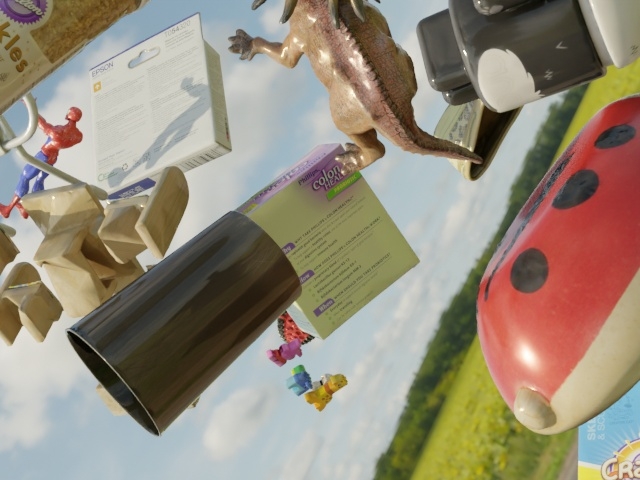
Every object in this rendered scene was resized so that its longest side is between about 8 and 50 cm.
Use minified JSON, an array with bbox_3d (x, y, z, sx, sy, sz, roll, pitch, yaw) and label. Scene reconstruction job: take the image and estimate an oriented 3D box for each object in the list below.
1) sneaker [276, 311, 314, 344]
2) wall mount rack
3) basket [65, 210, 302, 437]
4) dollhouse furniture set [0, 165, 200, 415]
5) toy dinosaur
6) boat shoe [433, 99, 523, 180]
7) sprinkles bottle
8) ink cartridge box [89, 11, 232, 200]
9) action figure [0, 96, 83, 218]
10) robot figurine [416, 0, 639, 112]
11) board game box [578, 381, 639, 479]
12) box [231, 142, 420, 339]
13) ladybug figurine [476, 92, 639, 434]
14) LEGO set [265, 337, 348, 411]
[{"bbox_3d":[-0.023,0.099,2.358,0.125,0.104,0.262,-73,-2,-74],"label":"sneaker"},{"bbox_3d":[-0.501,-0.134,1.646,0.350,0.304,0.130,-18,21,29],"label":"wall mount rack"},{"bbox_3d":[-0.143,0.084,1.216,0.227,0.154,0.204,-41,6,-18],"label":"basket"},{"bbox_3d":[-0.310,0.048,1.736,0.256,0.362,0.394,-74,-33,-46],"label":"dollhouse furniture set"},{"bbox_3d":[0.029,-0.163,0.951,0.127,0.296,0.200,-39,1,-11],"label":"toy dinosaur"},{"bbox_3d":[0.258,-0.211,1.525,0.104,0.089,0.285,-3,-43,-31],"label":"boat shoe"},{"bbox_3d":[-0.307,-0.208,1.096,0.355,0.121,0.121,-47,-17,-29],"label":"sprinkles bottle"},{"bbox_3d":[-0.351,-0.282,2.370,0.071,0.324,0.330,30,-134,-52],"label":"ink cartridge box"},{"bbox_3d":[-0.586,-0.189,2.259,0.280,0.139,0.091,-47,-22,23],"label":"action figure"},{"bbox_3d":[0.260,-0.260,1.324,0.174,0.278,0.209,64,-158,-20],"label":"robot figurine"},{"bbox_3d":[0.470,0.339,1.502,0.064,0.242,0.317,26,-119,-41],"label":"board game box"},{"bbox_3d":[0.000,0.000,1.808,0.213,0.243,0.117,-39,15,-13],"label":"box"},{"bbox_3d":[0.291,0.001,1.123,0.449,0.162,0.305,-52,1,-35],"label":"ladybug figurine"},{"bbox_3d":[-0.005,0.284,2.286,0.093,0.087,0.227,-34,-42,11],"label":"LEGO set"}]
